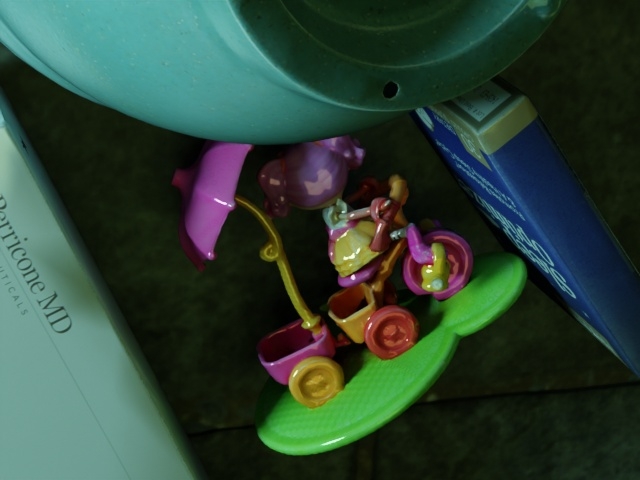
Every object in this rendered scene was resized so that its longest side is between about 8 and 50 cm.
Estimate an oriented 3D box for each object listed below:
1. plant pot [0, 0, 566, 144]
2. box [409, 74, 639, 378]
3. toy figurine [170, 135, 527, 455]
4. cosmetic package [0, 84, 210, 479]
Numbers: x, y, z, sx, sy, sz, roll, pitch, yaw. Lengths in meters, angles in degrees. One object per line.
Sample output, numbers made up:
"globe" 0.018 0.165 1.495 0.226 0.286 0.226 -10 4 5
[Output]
"plant pot" -0.004 -0.162 0.634 0.293 0.196 0.293 -12 117 -24
"box" 0.119 -0.011 0.818 0.036 0.136 0.225 -40 122 -1
"toy figurine" 0.000 0.000 0.801 0.173 0.130 0.159 -32 113 3
"cosmetic package" -0.216 0.134 0.805 0.284 0.097 0.377 -24 122 -3
